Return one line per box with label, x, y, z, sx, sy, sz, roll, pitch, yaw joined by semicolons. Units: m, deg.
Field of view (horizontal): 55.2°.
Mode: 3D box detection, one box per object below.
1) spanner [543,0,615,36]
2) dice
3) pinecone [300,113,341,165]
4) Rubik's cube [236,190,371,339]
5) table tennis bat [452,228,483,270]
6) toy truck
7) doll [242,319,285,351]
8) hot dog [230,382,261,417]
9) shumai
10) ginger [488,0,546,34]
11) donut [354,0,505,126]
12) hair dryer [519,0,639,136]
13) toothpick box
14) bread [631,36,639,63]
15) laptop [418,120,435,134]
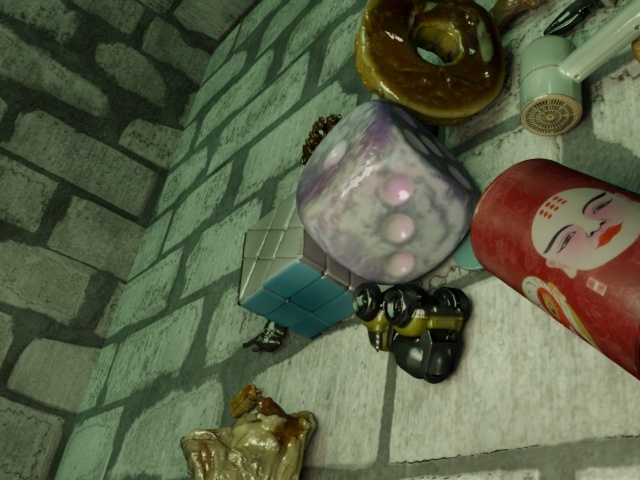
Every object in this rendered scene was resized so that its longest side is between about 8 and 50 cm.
spanner;0.569;-0.504;1.172;0.325;0.040;0.096;-39;35;31
dice;0.128;-0.094;1.227;0.270;0.271;0.270;-46;26;23
pinecone;0.027;-0.251;1.677;0.179;0.150;0.195;115;177;-77
Rubik's cube;-0.032;0.057;1.410;0.231;0.224;0.221;-36;37;35
table tennis bat;0.325;-0.013;1.106;0.244;0.040;0.153;2;65;63
toy truck;0.158;0.162;1.119;0.224;0.147;0.165;-1;85;61
doll;-0.117;0.224;1.573;0.165;0.057;0.139;-7;55;50
hot dog;-0.186;0.404;1.534;0.133;0.041;0.056;-49;29;35
shumai;-0.103;0.463;1.238;0.262;0.267;0.314;-31;59;-8
ginger;0.389;-0.513;1.410;0.290;0.122;0.084;-20;79;46
donut;0.231;-0.396;1.321;0.330;0.330;0.160;-65;6;-10
hair dryer;0.482;-0.339;1.033;0.357;0.107;0.173;-40;33;52
toothpick box;0.374;0.028;0.814;0.204;0.204;0.333;-56;29;7
bread;0.579;-0.373;1.014;0.103;0.065;0.187;-8;56;62
laptop;0.218;-0.226;1.490;0.154;0.026;0.207;-21;47;46
